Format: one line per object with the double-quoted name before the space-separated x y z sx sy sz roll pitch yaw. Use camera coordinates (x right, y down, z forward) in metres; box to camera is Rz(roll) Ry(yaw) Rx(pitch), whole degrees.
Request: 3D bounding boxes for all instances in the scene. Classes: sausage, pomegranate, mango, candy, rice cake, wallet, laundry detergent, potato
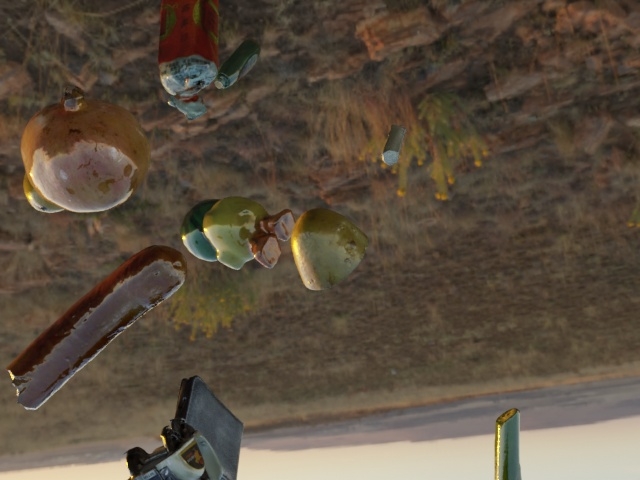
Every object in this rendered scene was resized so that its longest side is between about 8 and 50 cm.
"sausage" -0.308 0.112 0.893 0.302 0.076 0.103 -41 -159 0
"pomegranate" -0.616 -0.240 1.679 0.338 0.338 0.338 -6 163 -2
"mango" -0.836 -0.236 2.099 0.195 0.331 0.142 19 156 5
"candy" -0.188 -0.295 0.923 0.086 0.292 0.059 -10 160 21
"rice cake" 0.244 -0.322 2.137 0.057 0.256 0.052 23 123 -1
"wallet" -0.233 0.403 1.357 0.036 0.167 0.222 -20 129 17
"laundry detergent" -0.242 -0.472 1.795 0.063 0.211 0.137 35 135 -9
"potato" 0.000 0.000 1.591 0.158 0.203 0.178 52 172 -33

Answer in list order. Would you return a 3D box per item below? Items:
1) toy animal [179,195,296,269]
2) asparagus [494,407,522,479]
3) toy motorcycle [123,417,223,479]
"toy animal" -0.260 -0.036 1.853 0.338 0.216 0.191 5 145 33
"asparagus" 0.418 0.514 1.442 0.060 0.277 0.067 2 175 -34
"toy motorcycle" -0.209 0.354 0.980 0.091 0.157 0.263 -31 174 -1
